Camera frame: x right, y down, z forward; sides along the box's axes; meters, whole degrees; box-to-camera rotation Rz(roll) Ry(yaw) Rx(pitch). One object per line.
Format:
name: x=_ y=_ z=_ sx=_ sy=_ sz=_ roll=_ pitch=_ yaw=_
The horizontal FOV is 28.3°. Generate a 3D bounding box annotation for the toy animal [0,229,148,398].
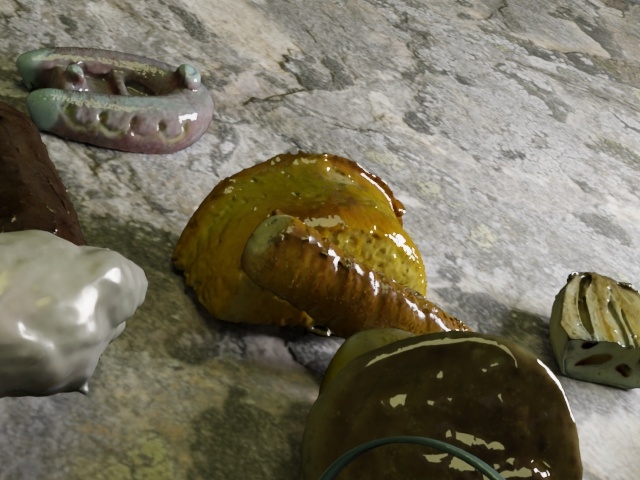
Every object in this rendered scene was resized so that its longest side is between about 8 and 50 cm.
toy animal: x=-0.244 y=0.110 z=0.864 sx=0.308 sy=0.266 sz=0.188 roll=26 pitch=27 yaw=-58

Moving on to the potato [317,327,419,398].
potato: x=0.066 y=0.154 z=1.093 sx=0.157 sy=0.157 sz=0.194 roll=14 pitch=18 yaw=-19

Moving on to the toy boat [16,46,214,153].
toy boat: x=-0.225 y=-0.172 z=1.443 sx=0.227 sy=0.085 sz=0.155 roll=8 pitch=32 yaw=-28

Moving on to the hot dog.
hot dog: x=0.050 y=0.064 z=1.193 sx=0.289 sy=0.083 sz=0.068 roll=32 pitch=-15 yaw=-31

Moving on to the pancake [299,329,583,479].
pancake: x=0.095 y=0.181 z=0.977 sx=0.241 sy=0.242 sz=0.050 roll=19 pitch=-7 yaw=-10

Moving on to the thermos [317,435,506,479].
thermos: x=0.098 y=0.243 z=0.876 sx=0.286 sy=0.182 sz=0.145 roll=19 pitch=-3 yaw=17

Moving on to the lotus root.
lotus root: x=0.317 y=0.102 z=1.429 sx=0.143 sy=0.070 sz=0.144 roll=14 pitch=35 yaw=-8

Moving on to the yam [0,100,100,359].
yam: x=-0.271 y=-0.012 z=1.104 sx=0.131 sy=0.131 sz=0.280 roll=6 pitch=35 yaw=-31

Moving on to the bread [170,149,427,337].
bread: x=-0.005 y=-0.002 z=1.274 sx=0.260 sy=0.147 sz=0.160 roll=9 pitch=30 yaw=-27
